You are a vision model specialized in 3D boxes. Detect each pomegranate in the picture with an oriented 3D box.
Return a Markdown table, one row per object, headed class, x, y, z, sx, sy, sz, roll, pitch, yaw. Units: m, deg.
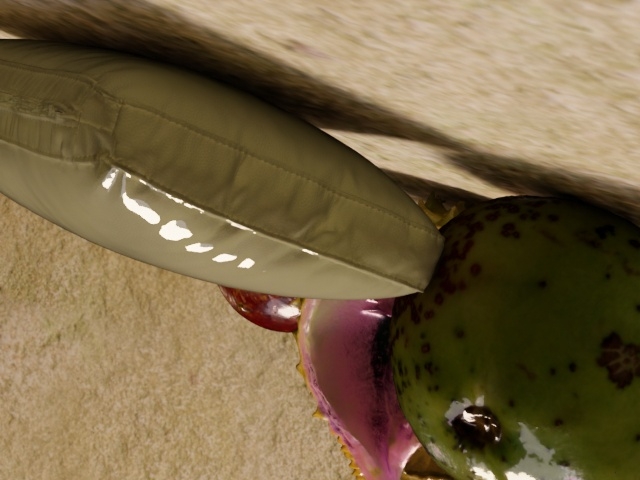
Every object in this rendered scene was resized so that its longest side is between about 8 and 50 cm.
| class | x | y | z | sx | sy | sz | roll | pitch | yaw |
| --- | --- | --- | --- | --- | --- | --- | --- | --- | --- |
| pomegranate | 0.161 | 0.057 | 0.900 | 0.214 | 0.214 | 0.248 | 17 | -145 | 24 |

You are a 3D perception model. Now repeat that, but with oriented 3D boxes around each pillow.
| class | x | y | z | sx | sy | sz | roll | pitch | yaw |
| --- | --- | --- | --- | --- | --- | --- | --- | --- | --- |
| pillow | -0.102 | -0.047 | 0.877 | 0.255 | 0.120 | 0.322 | 21 | 177 | -35 |

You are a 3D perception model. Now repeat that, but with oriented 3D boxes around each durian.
| class | x | y | z | sx | sy | sz | roll | pitch | yaw |
| --- | --- | --- | --- | --- | --- | --- | --- | --- | --- |
| durian | 0.068 | 0.059 | 1.107 | 0.186 | 0.260 | 0.154 | 34 | -152 | -22 |

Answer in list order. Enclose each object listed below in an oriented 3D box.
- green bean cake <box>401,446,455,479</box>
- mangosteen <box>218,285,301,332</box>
| class | x | y | z | sx | sy | sz | roll | pitch | yaw |
| --- | --- | --- | --- | --- | --- | --- | --- | --- | --- |
| green bean cake | 0.148 | 0.118 | 1.315 | 0.230 | 0.224 | 0.131 | 8 | -173 | -20 |
| mangosteen | -0.012 | 0.009 | 1.221 | 0.146 | 0.156 | 0.181 | -16 | 174 | 31 |
